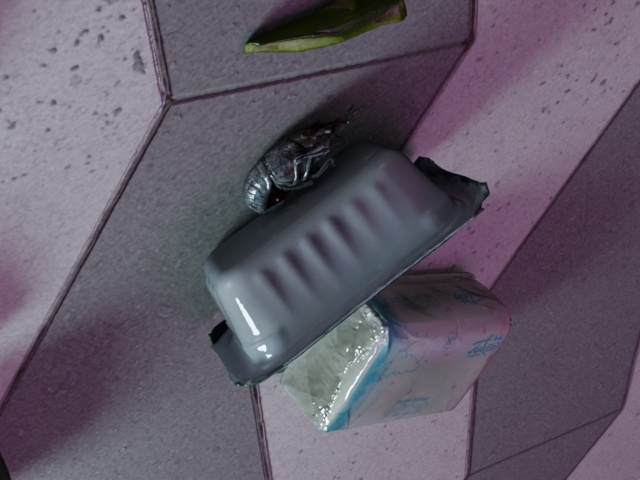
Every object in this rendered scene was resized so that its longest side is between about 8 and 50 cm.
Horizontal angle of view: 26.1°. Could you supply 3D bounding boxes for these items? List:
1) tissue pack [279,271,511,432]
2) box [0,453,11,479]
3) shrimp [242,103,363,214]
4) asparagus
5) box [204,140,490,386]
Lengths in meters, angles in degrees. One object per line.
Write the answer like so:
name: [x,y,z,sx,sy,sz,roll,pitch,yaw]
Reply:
tissue pack: [0.103,0.146,1.835,0.271,0.124,0.201,-2,135,-46]
box: [-0.412,0.301,1.471,0.129,0.148,0.210,-4,131,-33]
shrimp: [-0.016,-0.090,1.489,0.165,0.056,0.065,-32,133,5]
asparagus: [0.007,-0.213,1.378,0.178,0.041,0.045,-26,137,-21]
box: [0.000,0.000,1.503,0.337,0.264,0.106,-37,104,-5]
